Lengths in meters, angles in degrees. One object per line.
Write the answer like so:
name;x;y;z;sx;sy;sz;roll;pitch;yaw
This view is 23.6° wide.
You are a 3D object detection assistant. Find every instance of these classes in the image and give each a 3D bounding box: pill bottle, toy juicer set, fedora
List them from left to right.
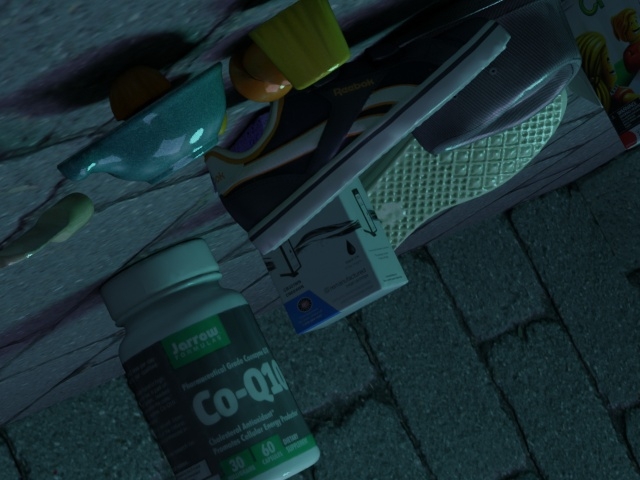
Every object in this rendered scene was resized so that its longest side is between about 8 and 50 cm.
toy juicer set;-0.139;-0.098;1.253;0.329;0.089;0.209;-34;-172;-8
pill bottle;-0.164;0.195;2.190;0.204;0.361;0.204;-27;174;-3
fedora;0.168;-0.177;1.635;0.275;0.124;0.243;-29;173;18

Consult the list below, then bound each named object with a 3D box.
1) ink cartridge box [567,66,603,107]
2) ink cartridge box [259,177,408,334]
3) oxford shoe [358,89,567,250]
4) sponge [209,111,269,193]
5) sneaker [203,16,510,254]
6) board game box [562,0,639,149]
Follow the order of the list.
ink cartridge box;0.430;-0.267;1.984;0.231;0.078;0.134;-28;-162;-2
ink cartridge box;0.000;0.000;2.020;0.148;0.203;0.086;-31;171;28
oxford shoe;0.137;-0.108;2.124;0.449;0.169;0.130;-37;-148;18
sponge;-0.040;-0.104;1.697;0.117;0.031;0.210;-11;170;-22
sneaker;0.031;-0.134;1.472;0.321;0.127;0.126;-39;179;-5
board game box;0.414;-0.253;1.720;0.053;0.193;0.305;-22;172;-39
